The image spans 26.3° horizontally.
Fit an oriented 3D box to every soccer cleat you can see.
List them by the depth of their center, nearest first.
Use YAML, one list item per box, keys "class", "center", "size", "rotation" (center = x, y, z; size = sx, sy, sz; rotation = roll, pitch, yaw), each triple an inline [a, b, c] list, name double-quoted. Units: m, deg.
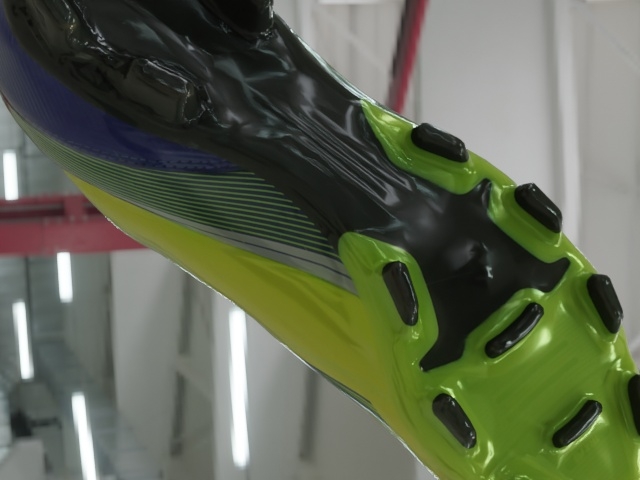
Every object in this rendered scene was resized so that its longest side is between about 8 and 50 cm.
- class: "soccer cleat"
  center: [0.000, -0.001, 0.487]
  size: [0.289, 0.093, 0.121]
  rotation: [43, -23, -3]
